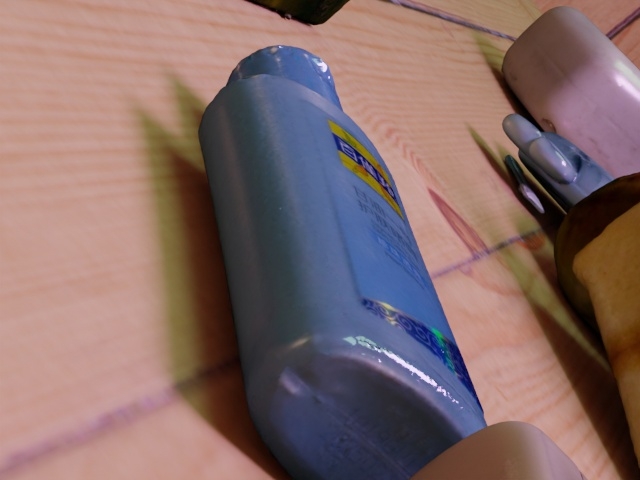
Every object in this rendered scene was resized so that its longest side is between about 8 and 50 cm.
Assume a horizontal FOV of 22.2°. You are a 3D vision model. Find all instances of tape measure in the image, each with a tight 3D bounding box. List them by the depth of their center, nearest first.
[{"bbox_3d":[0.309,-0.125,1.723,0.265,0.130,0.258,40,14,-17],"label":"tape measure"}]

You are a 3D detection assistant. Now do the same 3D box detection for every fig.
[{"bbox_3d":[0.250,0.029,1.169,0.165,0.144,0.154,59,-22,-1],"label":"fig"}]

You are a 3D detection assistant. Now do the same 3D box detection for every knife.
[{"bbox_3d":[0.163,-0.047,1.324,0.027,0.010,0.096,44,14,-21],"label":"knife"}]

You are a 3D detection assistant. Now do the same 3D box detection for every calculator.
[{"bbox_3d":[0.250,-0.004,1.358,0.302,0.042,0.188,46,4,-36],"label":"calculator"}]

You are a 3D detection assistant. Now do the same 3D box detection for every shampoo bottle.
[{"bbox_3d":[0.000,0.000,0.625,0.104,0.061,0.258,43,16,-30],"label":"shampoo bottle"}]

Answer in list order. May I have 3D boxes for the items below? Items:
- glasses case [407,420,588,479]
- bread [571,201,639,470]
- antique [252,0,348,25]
[{"bbox_3d":[0.048,0.120,0.434,0.050,0.083,0.196,48,16,-17],"label":"glasses case"},{"bbox_3d":[0.352,0.119,1.032,0.362,0.245,0.233,40,26,-36],"label":"bread"},{"bbox_3d":[-0.030,-0.195,0.965,0.080,0.081,0.221,53,14,12],"label":"antique"}]
